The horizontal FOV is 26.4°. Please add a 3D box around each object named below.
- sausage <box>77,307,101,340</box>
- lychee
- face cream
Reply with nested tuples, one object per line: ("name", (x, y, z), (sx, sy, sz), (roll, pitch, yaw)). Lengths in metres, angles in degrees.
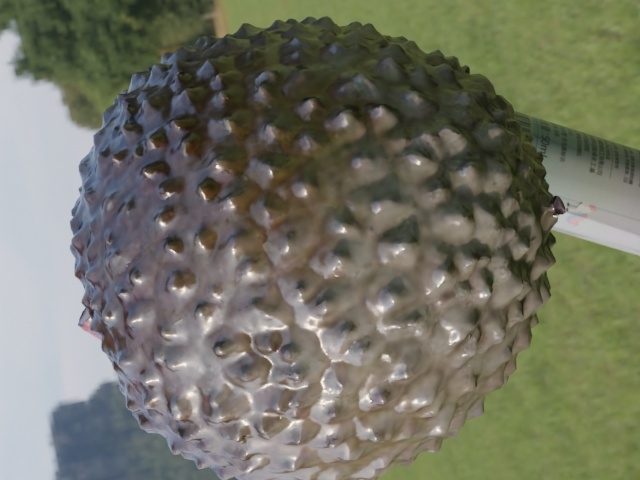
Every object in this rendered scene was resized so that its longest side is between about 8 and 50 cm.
("sausage", (-0.100, 0.078, 0.914), (0.129, 0.034, 0.034), (35, -169, -15))
("lychee", (-0.004, -0.003, 0.803), (0.300, 0.300, 0.300), (168, 90, -89))
("face cream", (0.205, -0.033, 0.970), (0.075, 0.229, 0.075), (-164, 90, -82))
